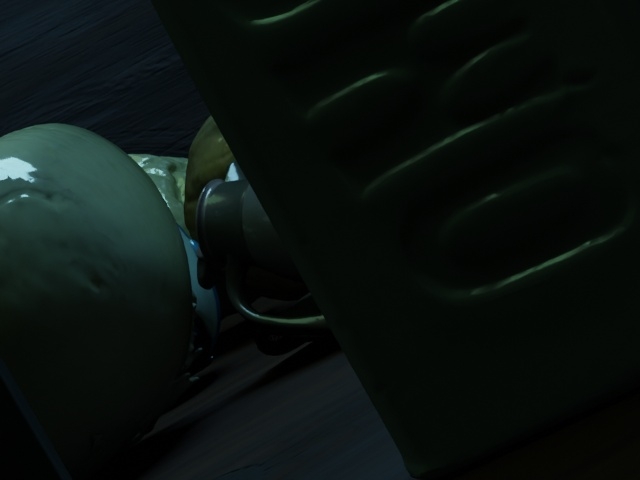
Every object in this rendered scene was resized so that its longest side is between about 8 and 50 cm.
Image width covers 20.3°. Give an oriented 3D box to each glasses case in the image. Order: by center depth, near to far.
[{"bbox_3d":[-0.161,0.083,0.869,0.042,0.191,0.072,-29,6,0],"label":"glasses case"}]

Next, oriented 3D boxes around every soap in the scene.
[{"bbox_3d":[0.046,-0.064,0.664,0.159,0.265,0.087,-27,3,18],"label":"soap"}]

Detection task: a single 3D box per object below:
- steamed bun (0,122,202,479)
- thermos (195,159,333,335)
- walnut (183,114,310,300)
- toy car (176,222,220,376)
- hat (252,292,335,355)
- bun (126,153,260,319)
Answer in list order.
[{"bbox_3d":[-0.239,0.085,1.223,0.334,0.233,0.312,-37,3,15],"label":"steamed bun"},{"bbox_3d":[0.000,0.000,1.262,0.193,0.137,0.105,-2,-14,27],"label":"thermos"},{"bbox_3d":[-0.003,-0.057,1.684,0.261,0.225,0.225,-15,8,24],"label":"walnut"},{"bbox_3d":[-0.204,0.074,1.545,0.255,0.188,0.190,-31,-6,3],"label":"toy car"},{"bbox_3d":[0.019,0.018,1.337,0.175,0.085,0.147,-29,3,-30],"label":"hat"},{"bbox_3d":[-0.226,0.036,1.831,0.352,0.227,0.349,-32,-2,-12],"label":"bun"}]
